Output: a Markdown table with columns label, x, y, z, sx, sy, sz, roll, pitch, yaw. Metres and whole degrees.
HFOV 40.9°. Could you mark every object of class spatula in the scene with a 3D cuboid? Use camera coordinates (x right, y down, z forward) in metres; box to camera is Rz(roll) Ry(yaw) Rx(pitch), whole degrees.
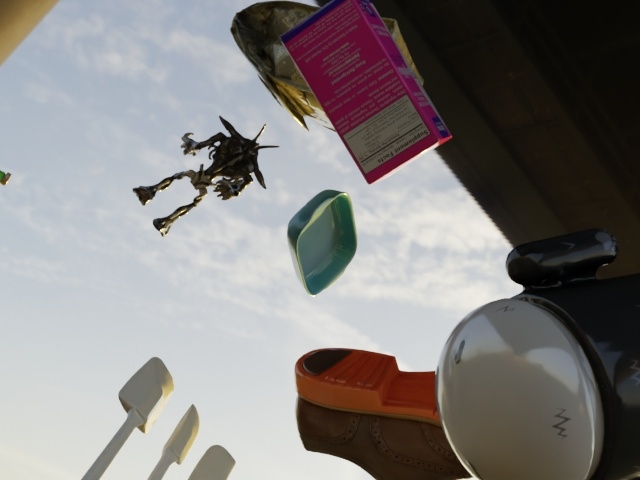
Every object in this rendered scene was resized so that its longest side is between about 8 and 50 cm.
| label | x | y | z | sx | sy | sz | roll | pitch | yaw |
| --- | --- | --- | --- | --- | --- | --- | --- | --- | --- |
| spatula | -0.175 | 0.245 | 0.862 | 0.019 | 0.242 | 0.168 | -18 | -69 | 28 |

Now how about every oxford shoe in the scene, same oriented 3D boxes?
| label | x | y | z | sx | sy | sz | roll | pitch | yaw |
| --- | --- | --- | --- | --- | --- | --- | --- | --- | --- |
| oxford shoe | 0.141 | 0.225 | 0.987 | 0.363 | 0.130 | 0.133 | 12 | -69 | 23 |

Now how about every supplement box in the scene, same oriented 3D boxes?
| label | x | y | z | sx | sy | sz | roll | pitch | yaw |
| --- | --- | --- | --- | --- | --- | --- | --- | --- | --- |
| supplement box | 0.061 | -0.195 | 1.106 | 0.113 | 0.111 | 0.220 | -30 | -89 | 19 |

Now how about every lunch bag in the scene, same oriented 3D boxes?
| label | x | y | z | sx | sy | sz | roll | pitch | yaw |
| --- | --- | --- | --- | --- | --- | --- | --- | --- | --- |
| lunch bag | 0.002 | -0.283 | 1.456 | 0.286 | 0.169 | 0.235 | 17 | -8 | 20 |

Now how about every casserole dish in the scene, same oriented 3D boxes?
| label | x | y | z | sx | sy | sz | roll | pitch | yaw |
| --- | --- | --- | --- | --- | --- | --- | --- | --- | --- |
| casserole dish | 0.000 | 0.000 | 1.214 | 0.037 | 0.114 | 0.188 | 34 | -24 | 29 |

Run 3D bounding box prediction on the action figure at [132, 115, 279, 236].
| label | x | y | z | sx | sy | sz | roll | pitch | yaw |
| --- | --- | --- | --- | --- | --- | --- | --- | --- | --- |
| action figure | -0.214 | -0.131 | 1.626 | 0.164 | 0.275 | 0.141 | 59 | -5 | -18 |

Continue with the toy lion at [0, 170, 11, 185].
| label | x | y | z | sx | sy | sz | roll | pitch | yaw |
| --- | --- | --- | --- | --- | --- | --- | --- | --- | --- |
| toy lion | -0.543 | -0.072 | 1.400 | 0.034 | 0.100 | 0.096 | 29 | -35 | -20 |

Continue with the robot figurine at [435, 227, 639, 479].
| label | x | y | z | sx | sy | sz | roll | pitch | yaw |
| --- | --- | --- | --- | --- | --- | --- | --- | --- | --- |
| robot figurine | 0.231 | 0.119 | 0.721 | 0.278 | 0.209 | 0.174 | -8 | -43 | -23 |
